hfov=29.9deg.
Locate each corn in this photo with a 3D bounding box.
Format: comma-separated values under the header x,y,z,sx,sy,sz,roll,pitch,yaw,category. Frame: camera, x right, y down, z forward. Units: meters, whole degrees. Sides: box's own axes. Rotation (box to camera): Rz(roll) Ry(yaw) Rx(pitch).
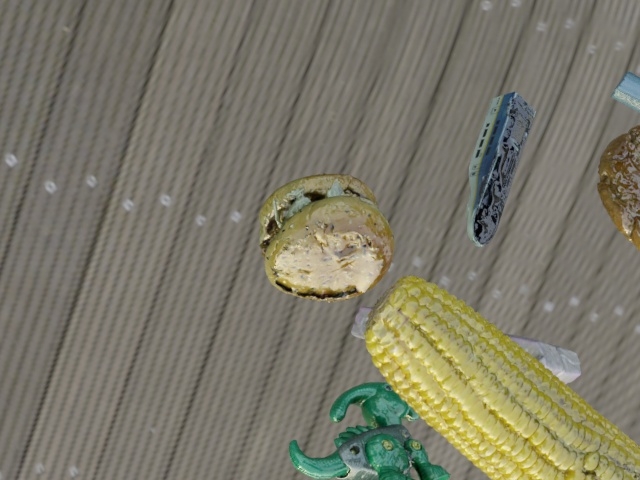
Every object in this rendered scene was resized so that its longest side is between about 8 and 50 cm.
x,y,z,sx,sy,sz,roll,pitch,yaw,category
0.105,0.097,0.639,0.203,0.072,0.072,41,87,-8,corn

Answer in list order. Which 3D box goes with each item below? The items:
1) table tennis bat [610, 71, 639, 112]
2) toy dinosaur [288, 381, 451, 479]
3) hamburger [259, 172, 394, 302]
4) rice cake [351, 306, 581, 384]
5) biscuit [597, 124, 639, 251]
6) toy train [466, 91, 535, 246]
x,y,z,sx,sy,sz,roll,pitch,yaw,category
0.247,-0.056,0.723,0.100,0.155,0.019,-48,165,-41,table tennis bat
0.034,0.147,0.852,0.132,0.096,0.059,-6,143,-38,toy dinosaur
0.000,0.000,1.567,0.177,0.113,0.185,-32,136,25,hamburger
0.188,0.134,1.564,0.106,0.298,0.050,17,84,-50,rice cake
0.443,-0.053,1.493,0.226,0.226,0.042,-3,152,-27,biscuit
0.230,-0.092,1.615,0.052,0.051,0.233,37,61,-31,toy train
